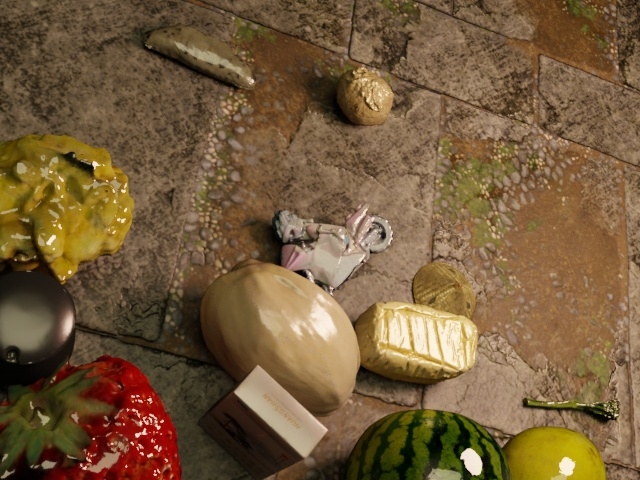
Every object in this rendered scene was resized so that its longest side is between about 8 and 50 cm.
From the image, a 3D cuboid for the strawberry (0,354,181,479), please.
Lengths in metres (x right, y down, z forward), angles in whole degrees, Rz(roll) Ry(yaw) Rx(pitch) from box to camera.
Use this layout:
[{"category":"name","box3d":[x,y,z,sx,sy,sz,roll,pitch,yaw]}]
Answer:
[{"category":"strawberry","box3d":[-0.348,0.328,1.212,0.291,0.310,0.292,-2,47,2]}]

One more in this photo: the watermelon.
[{"category":"watermelon","box3d":[0.172,0.411,1.364,0.285,0.285,0.285,9,64,-20]}]

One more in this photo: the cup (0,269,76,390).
[{"category":"cup","box3d":[-0.470,0.156,1.263,0.169,0.176,0.223,39,57,-7]}]

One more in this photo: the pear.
[{"category":"pear","box3d":[0.407,0.440,1.491,0.212,0.212,0.269,48,41,3]}]

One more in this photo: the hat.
[{"category":"hat","box3d":[0.264,0.101,1.670,0.146,0.067,0.146,9,64,-20]}]

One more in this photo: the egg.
[{"category":"egg","box3d":[0.095,-0.303,1.755,0.140,0.116,0.118,48,38,-33]}]

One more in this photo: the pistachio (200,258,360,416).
[{"category":"pistachio","box3d":[-0.058,0.172,1.428,0.332,0.208,0.226,41,101,-18]}]

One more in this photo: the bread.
[{"category":"bread","box3d":[0.176,0.195,1.565,0.236,0.106,0.140,12,61,-19]}]

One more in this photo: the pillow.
[{"category":"pillow","box3d":[-0.236,-0.386,1.686,0.241,0.051,0.093,21,60,-11]}]

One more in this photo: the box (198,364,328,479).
[{"category":"box","box3d":[-0.099,0.296,1.323,0.149,0.233,0.067,41,58,-1]}]

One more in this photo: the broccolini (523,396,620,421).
[{"category":"broccolini","box3d":[0.515,0.332,1.690,0.218,0.042,0.044,12,62,-16]}]

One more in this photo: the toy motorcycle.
[{"category":"toy motorcycle","box3d":[0.001,-0.002,1.579,0.204,0.108,0.239,46,58,2]}]

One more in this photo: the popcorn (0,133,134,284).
[{"category":"popcorn","box3d":[-0.449,-0.049,1.349,0.286,0.215,0.252,7,88,-22]}]
